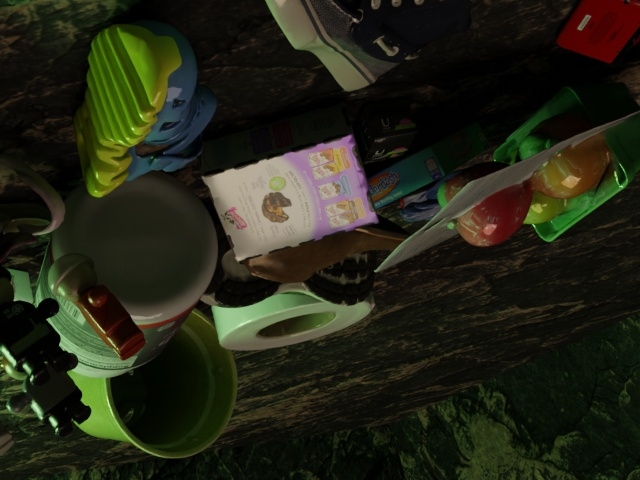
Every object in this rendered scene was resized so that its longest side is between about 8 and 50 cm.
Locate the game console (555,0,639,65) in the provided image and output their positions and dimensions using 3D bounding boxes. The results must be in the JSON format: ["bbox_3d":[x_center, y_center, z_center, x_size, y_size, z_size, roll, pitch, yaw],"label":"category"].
[{"bbox_3d":[0.363,-0.278,1.480,0.124,0.085,0.144,18,159,-1],"label":"game console"}]

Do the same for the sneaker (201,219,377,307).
[{"bbox_3d":[-0.080,0.021,1.943,0.410,0.158,0.182,3,-179,-44],"label":"sneaker"}]

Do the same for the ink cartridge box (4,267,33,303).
[{"bbox_3d":[-0.497,0.076,1.840,0.088,0.052,0.122,-21,162,21],"label":"ink cartridge box"}]

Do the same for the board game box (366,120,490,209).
[{"bbox_3d":[0.113,-0.088,1.736,0.210,0.047,0.160,-26,-177,34],"label":"board game box"}]

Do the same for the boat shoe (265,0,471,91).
[{"bbox_3d":[0.042,-0.245,1.163,0.158,0.127,0.340,-25,170,11],"label":"boat shoe"}]

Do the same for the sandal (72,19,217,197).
[{"bbox_3d":[-0.171,-0.144,1.306,0.138,0.126,0.317,-12,172,-21],"label":"sandal"}]

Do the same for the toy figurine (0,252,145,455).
[{"bbox_3d":[-0.332,0.126,1.418,0.209,0.148,0.213,-52,161,26],"label":"toy figurine"}]

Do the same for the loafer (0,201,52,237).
[{"bbox_3d":[-0.408,-0.020,1.604,0.148,0.050,0.056,3,158,-42],"label":"loafer"}]

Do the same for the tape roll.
[{"bbox_3d":[-0.053,0.108,2.239,0.286,0.100,0.286,-13,163,-4],"label":"tape roll"}]

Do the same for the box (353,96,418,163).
[{"bbox_3d":[0.083,-0.142,1.619,0.062,0.052,0.083,-12,163,-14],"label":"box"}]

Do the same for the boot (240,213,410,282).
[{"bbox_3d":[0.000,0.000,1.839,0.305,0.115,0.112,4,-161,-40],"label":"boot"}]

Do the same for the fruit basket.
[{"bbox_3d":[0.262,-0.086,1.673,0.353,0.165,0.327,-19,167,-24],"label":"fruit basket"}]

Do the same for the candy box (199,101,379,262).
[{"bbox_3d":[-0.040,-0.073,1.599,0.196,0.070,0.165,-15,135,3],"label":"candy box"}]

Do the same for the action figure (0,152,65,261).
[{"bbox_3d":[-0.479,0.049,1.526,0.276,0.248,0.370,-36,158,-27],"label":"action figure"}]

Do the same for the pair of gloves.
[{"bbox_3d":[0.201,-0.074,1.998,0.159,0.023,0.198,-17,164,3],"label":"pair of gloves"}]

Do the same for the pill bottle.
[{"bbox_3d":[-0.276,0.059,1.699,0.210,0.210,0.363,-8,163,-21],"label":"pill bottle"}]

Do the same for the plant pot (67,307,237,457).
[{"bbox_3d":[-0.337,0.265,2.296,0.276,0.276,0.254,0,170,-40],"label":"plant pot"}]
